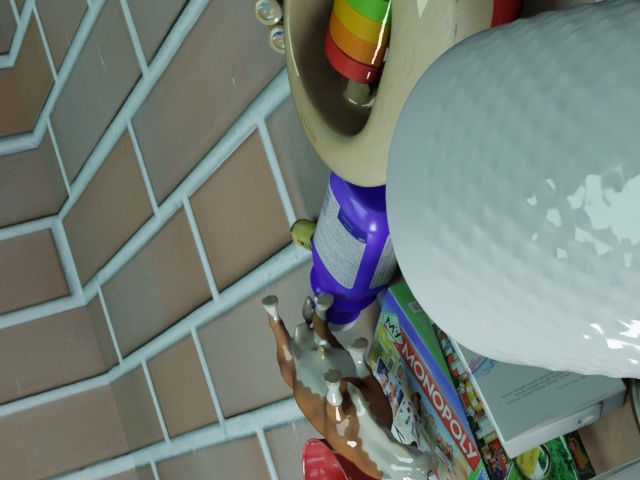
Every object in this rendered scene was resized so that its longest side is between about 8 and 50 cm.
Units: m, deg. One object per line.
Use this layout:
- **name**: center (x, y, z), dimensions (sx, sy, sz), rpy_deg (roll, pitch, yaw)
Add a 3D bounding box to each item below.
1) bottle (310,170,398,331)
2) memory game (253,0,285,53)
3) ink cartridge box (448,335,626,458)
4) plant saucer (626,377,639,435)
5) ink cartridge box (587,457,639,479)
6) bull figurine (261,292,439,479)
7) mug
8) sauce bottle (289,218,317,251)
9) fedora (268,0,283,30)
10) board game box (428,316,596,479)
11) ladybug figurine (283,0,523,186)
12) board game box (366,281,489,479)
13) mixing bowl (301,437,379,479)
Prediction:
- **bottle**: center (0.044, 0.012, 1.583), dimensions (0.118, 0.092, 0.283), rpy_deg (58, 152, 30)
- **memory game**: center (0.005, -0.280, 1.445), dimensions (0.186, 0.012, 0.186), rpy_deg (10, 122, 17)
- **ink cartridge box**: center (0.198, 0.102, 1.199), dimensions (0.176, 0.127, 0.128), rpy_deg (65, -176, 20)
- **plant saucer**: center (0.350, 0.141, 1.036), dimensions (0.310, 0.050, 0.310), rpy_deg (45, 142, 51)
- **ink cartridge box**: center (0.301, 0.370, 1.118), dimensions (0.226, 0.131, 0.306), rpy_deg (57, 161, 37)
- **bull figurine**: center (0.028, 0.188, 1.558), dimensions (0.310, 0.101, 0.188), rpy_deg (40, 151, 48)
- **mug**: center (0.260, -0.085, 0.874), dimensions (0.328, 0.276, 0.374), rpy_deg (0, 74, 59)
- **sauce bottle**: center (0.000, 0.000, 1.738), dimensions (0.128, 0.042, 0.042), rpy_deg (26, 128, 62)
- **fedora**: center (-0.024, -0.334, 1.539), dimensions (0.194, 0.079, 0.194), rpy_deg (165, 90, -69)
- **board game box**: center (0.199, 0.155, 1.350), dimensions (0.136, 0.030, 0.259), rpy_deg (-42, 61, 47)
- **ladybug figurine**: center (0.087, -0.244, 1.241), dimensions (0.305, 0.162, 0.449), rpy_deg (63, 155, 26)
- **board game box**: center (0.156, 0.233, 1.531), dimensions (0.317, 0.046, 0.213), rpy_deg (58, 153, 33)
- **mixing bowl**: center (0.057, 0.353, 1.757), dimensions (0.181, 0.098, 0.181), rpy_deg (47, 144, 49)
